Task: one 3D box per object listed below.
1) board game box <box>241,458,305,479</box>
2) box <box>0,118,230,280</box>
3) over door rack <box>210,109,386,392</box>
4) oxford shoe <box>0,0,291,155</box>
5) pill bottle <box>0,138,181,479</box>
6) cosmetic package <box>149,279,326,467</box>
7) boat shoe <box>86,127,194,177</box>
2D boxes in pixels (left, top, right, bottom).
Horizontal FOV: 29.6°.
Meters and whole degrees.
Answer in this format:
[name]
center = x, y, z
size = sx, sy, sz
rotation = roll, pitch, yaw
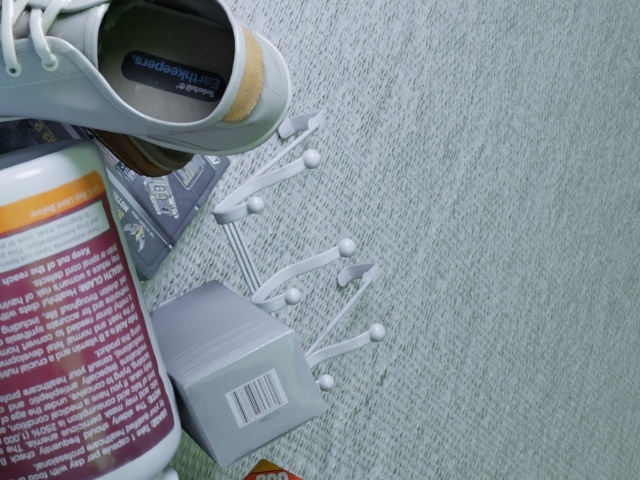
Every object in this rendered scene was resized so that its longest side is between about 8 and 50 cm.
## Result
[board game box]
center = -0.012, 0.510, 1.165
size = 0.356, 0.356, 0.356
rotation = -44, 147, -39
[box]
center = -0.217, -0.098, 1.286
size = 0.231, 0.056, 0.183
rotation = 51, 54, -31
[over door rack]
center = 0.000, 0.000, 1.399
size = 0.324, 0.108, 0.239
rotation = -59, 132, -62
[oxford shoe]
center = -0.246, -0.172, 1.024
size = 0.130, 0.449, 0.169
rotation = 71, 30, -82
[pill bottle]
center = -0.258, 0.122, 1.109
size = 0.224, 0.224, 0.392
rotation = -26, 106, -45
[cosmetic package]
center = -0.106, 0.129, 1.246
size = 0.127, 0.238, 0.107
rotation = -27, 107, -16
[boat shoe]
center = -0.237, -0.173, 1.160
size = 0.307, 0.104, 0.111
rotation = 55, 27, 9
